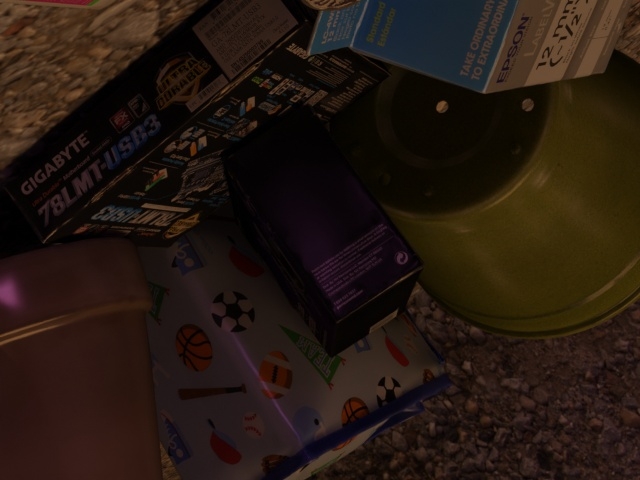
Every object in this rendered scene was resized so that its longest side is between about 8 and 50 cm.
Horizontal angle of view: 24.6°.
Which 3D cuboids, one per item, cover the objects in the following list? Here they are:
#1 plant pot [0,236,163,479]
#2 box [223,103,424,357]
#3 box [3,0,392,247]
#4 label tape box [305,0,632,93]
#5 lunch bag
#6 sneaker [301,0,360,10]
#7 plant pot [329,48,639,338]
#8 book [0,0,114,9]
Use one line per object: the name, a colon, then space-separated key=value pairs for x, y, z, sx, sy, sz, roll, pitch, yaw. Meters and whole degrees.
plant pot: x=-0.274 y=0.184 z=1.327 sx=0.323 sy=0.280 sz=0.323 roll=-20 pitch=173 yaw=-2
box: x=0.000 y=0.000 z=1.419 sx=0.103 sy=0.184 sz=0.261 roll=-32 pitch=170 yaw=-7
box: x=-0.099 y=-0.105 z=1.331 sx=0.293 sy=0.073 sz=0.295 roll=-37 pitch=169 yaw=12
label tape box: x=0.156 y=-0.248 z=1.144 sx=0.348 sy=0.115 sz=0.249 roll=-19 pitch=133 yaw=-56
lunch bag: x=-0.043 y=0.104 z=1.687 sx=0.239 sy=0.328 sz=0.385 roll=-38 pitch=170 yaw=39
sneaker: x=-0.017 y=-0.267 z=0.942 sx=0.083 sy=0.118 sz=0.222 roll=-14 pitch=135 yaw=-9
plant pot: x=0.185 y=-0.101 z=1.569 sx=0.366 sy=0.366 sz=0.353 roll=-37 pitch=156 yaw=12
book: x=-0.159 y=-0.186 z=0.948 sx=0.096 sy=0.035 sz=0.144 roll=-37 pitch=168 yaw=25
